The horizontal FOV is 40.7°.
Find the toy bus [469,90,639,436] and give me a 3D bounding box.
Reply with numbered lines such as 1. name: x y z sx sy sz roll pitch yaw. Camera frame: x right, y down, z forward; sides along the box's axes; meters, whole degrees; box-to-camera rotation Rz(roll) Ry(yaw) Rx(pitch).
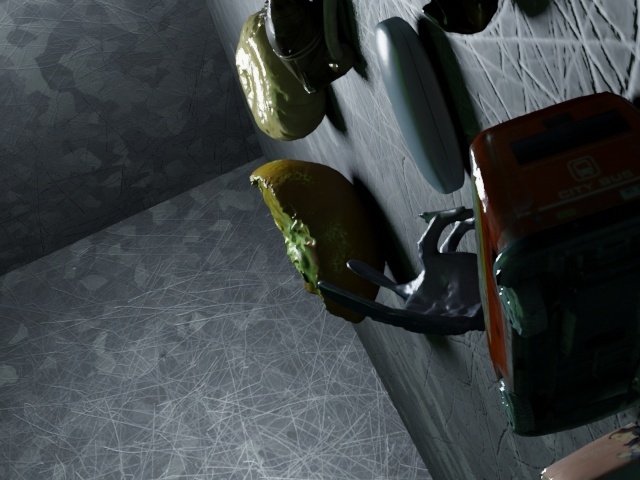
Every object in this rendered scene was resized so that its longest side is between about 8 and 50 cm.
1. toy bus: 0.157 0.029 0.548 0.265 0.121 0.120 70 -178 -55

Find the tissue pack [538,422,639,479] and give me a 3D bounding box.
1. tissue pack: 0.229 0.193 0.678 0.059 0.094 0.074 64 177 0

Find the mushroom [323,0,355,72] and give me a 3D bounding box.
1. mushroom: 0.021 -0.275 0.976 0.068 0.043 0.306 46 170 11

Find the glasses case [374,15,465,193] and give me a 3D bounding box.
1. glasses case: 0.095 -0.127 0.824 0.067 0.045 0.179 -125 10 -67

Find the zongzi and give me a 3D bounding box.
1. zongzi: -0.053 -0.310 1.145 0.184 0.084 0.187 46 -170 -52

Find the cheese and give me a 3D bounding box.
1. cheese: -0.071 -0.287 1.498 0.214 0.117 0.226 -149 38 -71

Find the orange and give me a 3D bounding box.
1. orange: 0.008 -0.006 1.574 0.262 0.196 0.335 22 -135 -75

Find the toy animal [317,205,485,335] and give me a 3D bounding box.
1. toy animal: 0.125 0.057 0.805 0.255 0.239 0.177 -8 77 44

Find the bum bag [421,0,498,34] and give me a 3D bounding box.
1. bum bag: 0.071 -0.217 0.507 0.107 0.060 0.232 54 174 21
